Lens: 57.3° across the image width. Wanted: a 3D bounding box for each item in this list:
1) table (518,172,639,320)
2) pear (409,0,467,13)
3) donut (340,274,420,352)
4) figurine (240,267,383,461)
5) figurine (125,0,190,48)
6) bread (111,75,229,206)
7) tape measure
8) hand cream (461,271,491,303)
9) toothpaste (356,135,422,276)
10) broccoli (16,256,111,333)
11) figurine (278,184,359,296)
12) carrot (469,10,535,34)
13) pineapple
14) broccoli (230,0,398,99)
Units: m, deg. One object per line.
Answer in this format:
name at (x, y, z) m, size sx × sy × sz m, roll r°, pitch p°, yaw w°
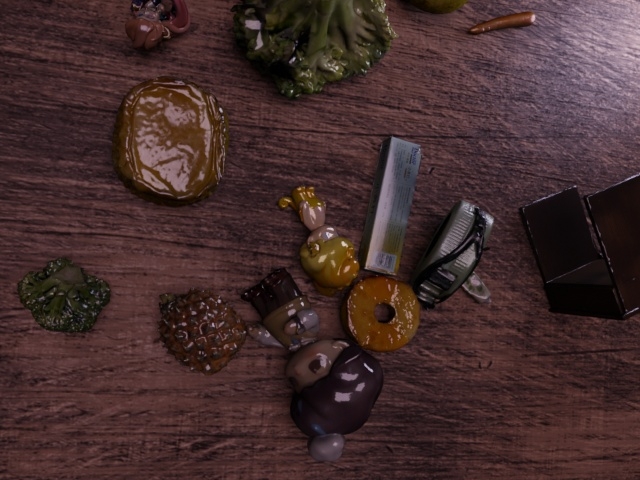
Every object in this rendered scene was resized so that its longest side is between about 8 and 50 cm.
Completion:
table at (0.650, 0.014, 1.384) m, size 0.196 × 0.250 × 0.282 m, roll -21°, pitch 94°, yaw -15°
pear at (0.280, -0.628, 1.354) m, size 0.197 × 0.197 × 0.197 m, roll 1°, pitch 87°, yaw -15°
donut at (0.128, 0.164, 1.317) m, size 0.190 × 0.074 × 0.174 m, roll -8°, pitch 84°, yaw -26°
figurine at (-0.022, 0.238, 1.202) m, size 0.218 × 0.206 × 0.365 m, roll -38°, pitch 96°, yaw 13°
figurine at (-0.339, -0.448, 1.204) m, size 0.126 × 0.114 × 0.157 m, roll 9°, pitch 69°, yaw 1°
bread at (-0.302, -0.196, 1.192) m, size 0.227 × 0.142 × 0.253 m, roll 8°, pitch 82°, yaw -13°
tape measure at (0.297, 0.037, 1.306) m, size 0.115 × 0.207 × 0.235 m, roll 30°, pitch 79°, yaw 2°
hand cream at (0.352, 0.091, 1.413) m, size 0.057 × 0.037 × 0.165 m, roll -44°, pitch 92°, yaw -13°
toothpaste at (0.159, -0.078, 1.346) m, size 0.089 × 0.071 × 0.313 m, roll 14°, pitch 84°, yaw -12°
broccoli at (-0.494, 0.106, 1.128) m, size 0.162 × 0.138 × 0.146 m, roll 23°, pitch 43°, yaw -11°
figurine at (0.000, 0.000, 1.280) m, size 0.156 × 0.131 × 0.246 m, roll -2°, pitch 68°, yaw -54°
carrot at (0.453, -0.544, 1.472) m, size 0.190 × 0.037 × 0.037 m, roll -15°, pitch 91°, yaw -12°
pineapple at (-0.250, 0.173, 1.177) m, size 0.193 × 0.166 × 0.166 m, roll 45°, pitch 77°, yaw -8°
broccoli at (-0.009, -0.449, 1.207) m, size 0.348 × 0.281 × 0.293 m, roll 16°, pitch 81°, yaw -5°
